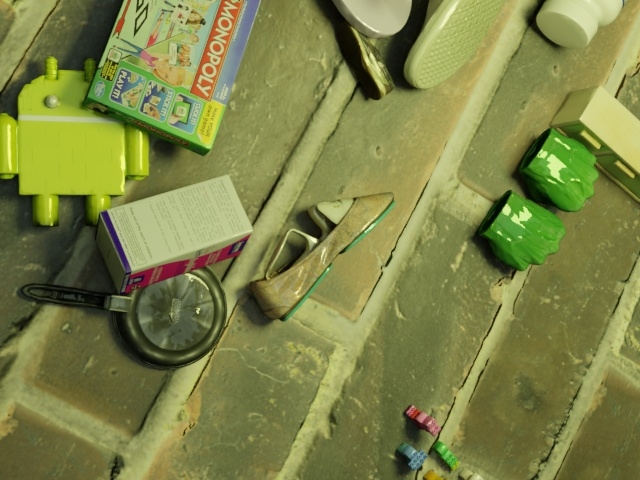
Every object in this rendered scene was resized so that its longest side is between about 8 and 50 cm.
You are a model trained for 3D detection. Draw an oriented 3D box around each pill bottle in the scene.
[{"bbox_3d":[0.529,-0.508,1.811,0.152,0.152,0.272,36,79,-17],"label":"pill bottle"}]

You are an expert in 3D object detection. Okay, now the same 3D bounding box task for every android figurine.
[{"bbox_3d":[-0.400,-0.157,1.514,0.248,0.056,0.272,1,91,-20],"label":"android figurine"}]

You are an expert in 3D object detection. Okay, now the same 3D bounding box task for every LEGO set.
[{"bbox_3d":[0.227,0.418,1.728,0.087,0.093,0.227,-45,105,-15],"label":"LEGO set"}]

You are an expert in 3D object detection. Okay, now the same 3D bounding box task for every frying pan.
[{"bbox_3d":[-0.297,0.085,1.559,0.326,0.053,0.197,34,77,-20],"label":"frying pan"}]

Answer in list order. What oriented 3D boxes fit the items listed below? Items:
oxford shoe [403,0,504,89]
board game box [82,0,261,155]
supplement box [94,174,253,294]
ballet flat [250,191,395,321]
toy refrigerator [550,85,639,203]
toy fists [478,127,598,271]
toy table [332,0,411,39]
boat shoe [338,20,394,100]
[{"bbox_3d":[0.267,-0.481,1.734,0.130,0.169,0.449,28,87,26],"label":"oxford shoe"},{"bbox_3d":[-0.235,-0.324,1.549,0.213,0.046,0.317,22,72,-19],"label":"board game box"},{"bbox_3d":[-0.237,-0.011,1.521,0.220,0.111,0.114,-20,75,-24],"label":"supplement box"},{"bbox_3d":[0.000,0.000,1.640,0.106,0.107,0.316,46,74,-7],"label":"ballet flat"},{"bbox_3d":[0.591,-0.181,1.861,0.269,0.102,0.094,38,78,-17],"label":"toy refrigerator"},{"bbox_3d":[0.423,-0.072,1.804,0.142,0.096,0.279,36,79,-7],"label":"toy fists"},{"bbox_3d":[0.108,-0.508,1.626,0.252,0.161,0.274,-30,94,-30],"label":"toy table"},{"bbox_3d":[0.083,-0.328,1.699,0.049,0.056,0.152,-32,101,-32],"label":"boat shoe"}]
